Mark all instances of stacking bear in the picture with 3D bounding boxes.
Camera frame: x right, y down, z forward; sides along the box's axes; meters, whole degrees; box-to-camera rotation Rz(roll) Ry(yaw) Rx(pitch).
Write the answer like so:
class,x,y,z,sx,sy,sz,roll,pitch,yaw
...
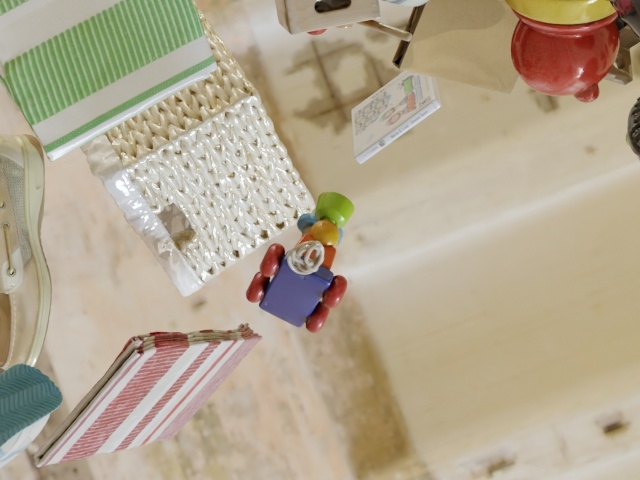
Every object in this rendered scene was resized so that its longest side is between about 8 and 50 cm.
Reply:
class,x,y,z,sx,sy,sz,roll,pitch,yaw
stacking bear,0.253,-0.279,1.349,0.175,0.164,0.289,26,-42,32

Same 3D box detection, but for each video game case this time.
class,x,y,z,sx,sy,sz,roll,pitch,yaw
video game case,0.105,-0.189,1.899,0.019,0.143,0.157,46,20,-24

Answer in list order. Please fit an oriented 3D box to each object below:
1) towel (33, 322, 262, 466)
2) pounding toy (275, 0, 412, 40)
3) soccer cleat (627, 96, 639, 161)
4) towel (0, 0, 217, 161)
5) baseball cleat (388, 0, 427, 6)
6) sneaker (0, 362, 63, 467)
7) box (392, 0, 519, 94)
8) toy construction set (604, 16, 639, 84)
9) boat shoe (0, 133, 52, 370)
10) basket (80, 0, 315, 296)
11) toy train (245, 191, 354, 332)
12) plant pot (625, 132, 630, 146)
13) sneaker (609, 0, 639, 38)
class,x,y,z,sx,sy,sz,roll,pitch,yaw
towel,-0.238,0.213,1.863,0.037,0.237,0.329,47,18,19
pounding toy,0.023,-0.286,1.597,0.130,0.141,0.100,-120,-161,-71
soccer cleat,0.434,-0.060,1.553,0.318,0.108,0.116,-99,175,-51
towel,-0.287,-0.286,1.517,0.325,0.247,0.038,62,-12,-12
baseball cleat,0.139,-0.340,1.474,0.072,0.206,0.109,48,27,20
sneaker,-0.343,0.196,1.270,0.087,0.092,0.228,45,27,15
box,0.197,-0.275,1.667,0.021,0.201,0.164,42,-63,45
toy construction set,0.435,-0.220,1.490,0.237,0.257,0.309,-32,-101,46
boat shoe,-0.400,0.018,1.649,0.109,0.098,0.302,2,-87,52
basket,-0.219,-0.157,2.056,0.331,0.266,0.328,57,-3,39
toy train,0.000,0.000,1.593,0.143,0.105,0.248,-65,-178,-28
plant pot,0.477,-0.127,1.832,0.083,0.083,0.079,70,0,-54
sneaker,0.291,-0.256,1.109,0.482,0.185,0.202,22,23,-28
